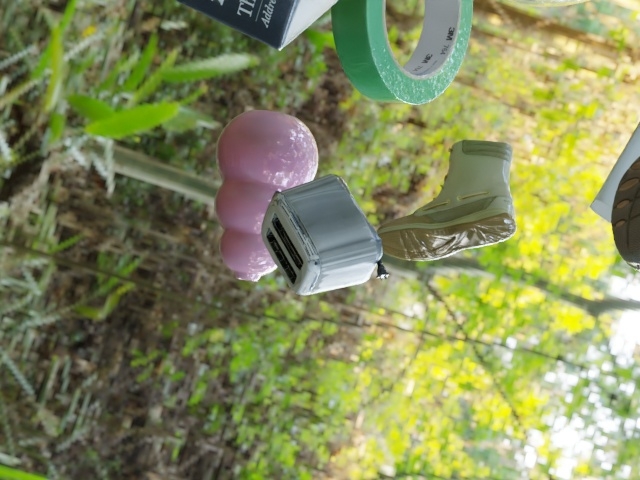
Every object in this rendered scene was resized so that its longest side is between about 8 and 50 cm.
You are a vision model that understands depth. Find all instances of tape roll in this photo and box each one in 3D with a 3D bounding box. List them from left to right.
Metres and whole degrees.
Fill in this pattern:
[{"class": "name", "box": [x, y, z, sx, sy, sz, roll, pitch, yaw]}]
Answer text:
[{"class": "tape roll", "box": [0.144, -0.393, 1.918, 0.321, 0.077, 0.321, -15, 110, -49]}]

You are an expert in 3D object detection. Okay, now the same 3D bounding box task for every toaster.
[{"class": "toaster", "box": [0.000, 0.000, 1.923, 0.227, 0.146, 0.129, 60, -32, 26]}]

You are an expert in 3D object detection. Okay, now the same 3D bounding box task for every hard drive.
[{"class": "hard drive", "box": [0.653, -0.111, 2.134, 0.307, 0.203, 0.040, -52, 173, -35]}]

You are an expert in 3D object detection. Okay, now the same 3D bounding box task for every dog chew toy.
[{"class": "dog chew toy", "box": [-0.120, -0.085, 2.251, 0.206, 0.206, 0.332, 117, -18, -84]}]

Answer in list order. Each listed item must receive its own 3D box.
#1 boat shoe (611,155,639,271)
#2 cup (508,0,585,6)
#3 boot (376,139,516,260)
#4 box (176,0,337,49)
[{"class": "boat shoe", "box": [0.470, -0.083, 1.370, 0.132, 0.130, 0.355, -11, -144, 53]}, {"class": "cup", "box": [0.256, -0.403, 1.291, 0.237, 0.331, 0.331, 61, 46, -82]}, {"class": "boot", "box": [0.227, -0.078, 2.069, 0.095, 0.261, 0.204, 51, 35, -43]}, {"class": "box", "box": [-0.093, -0.398, 0.984, 0.179, 0.312, 0.343, -52, 166, -56]}]
